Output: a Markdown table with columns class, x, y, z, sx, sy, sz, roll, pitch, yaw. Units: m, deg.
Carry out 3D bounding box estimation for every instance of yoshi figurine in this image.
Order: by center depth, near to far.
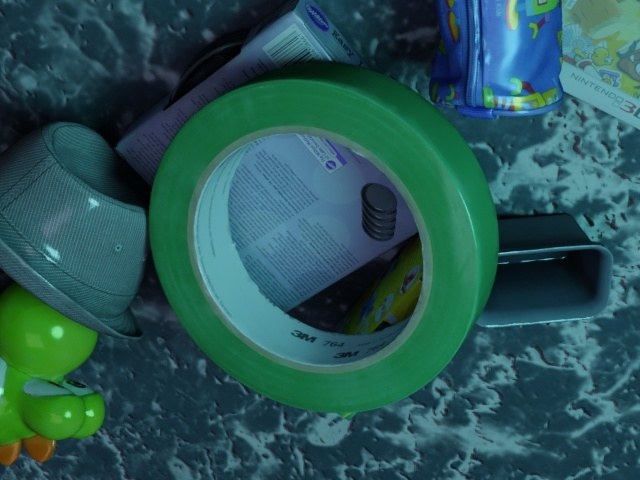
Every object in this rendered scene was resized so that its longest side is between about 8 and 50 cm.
| class | x | y | z | sx | sy | sz | roll | pitch | yaw |
| --- | --- | --- | --- | --- | --- | --- | --- | --- | --- |
| yoshi figurine | -0.369 | 0.090 | 1.310 | 0.362 | 0.203 | 0.203 | 17 | 129 | 24 |

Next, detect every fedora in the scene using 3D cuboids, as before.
| class | x | y | z | sx | sy | sz | roll | pitch | yaw |
| --- | --- | --- | --- | --- | --- | --- | --- | --- | --- |
| fedora | -0.233 | -0.026 | 1.218 | 0.124 | 0.244 | 0.275 | -43 | 150 | 7 |

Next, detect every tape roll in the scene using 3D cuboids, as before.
| class | x | y | z | sx | sy | sz | roll | pitch | yaw |
| --- | --- | --- | --- | --- | --- | --- | --- | --- | --- |
| tape roll | 0.000 | 0.000 | 1.137 | 0.321 | 0.077 | 0.321 | 8 | 113 | 20 |

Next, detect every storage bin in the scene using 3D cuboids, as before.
| class | x | y | z | sx | sy | sz | roll | pitch | yaw |
| --- | --- | --- | --- | --- | --- | --- | --- | --- | --- |
| storage bin | 0.206 | 0.027 | 1.210 | 0.135 | 0.091 | 0.098 | -4 | 121 | -3 |

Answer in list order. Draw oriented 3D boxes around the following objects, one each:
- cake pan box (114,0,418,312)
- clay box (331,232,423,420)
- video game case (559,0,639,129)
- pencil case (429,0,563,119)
| class | x | y | z | sx | sy | sz | roll | pitch | yaw |
| --- | --- | --- | --- | --- | --- | --- | --- | --- | --- |
| cake pan box | -0.034 | -0.079 | 1.225 | 0.245 | 0.070 | 0.267 | -35 | 109 | 26 |
| clay box | 0.080 | 0.068 | 1.255 | 0.053 | 0.127 | 0.222 | 34 | 123 | -10 |
| video game case | 0.308 | -0.192 | 1.077 | 0.206 | 0.026 | 0.227 | 26 | 135 | -5 |
| pencil case | 0.139 | -0.250 | 1.029 | 0.119 | 0.133 | 0.306 | 10 | 119 | 33 |
